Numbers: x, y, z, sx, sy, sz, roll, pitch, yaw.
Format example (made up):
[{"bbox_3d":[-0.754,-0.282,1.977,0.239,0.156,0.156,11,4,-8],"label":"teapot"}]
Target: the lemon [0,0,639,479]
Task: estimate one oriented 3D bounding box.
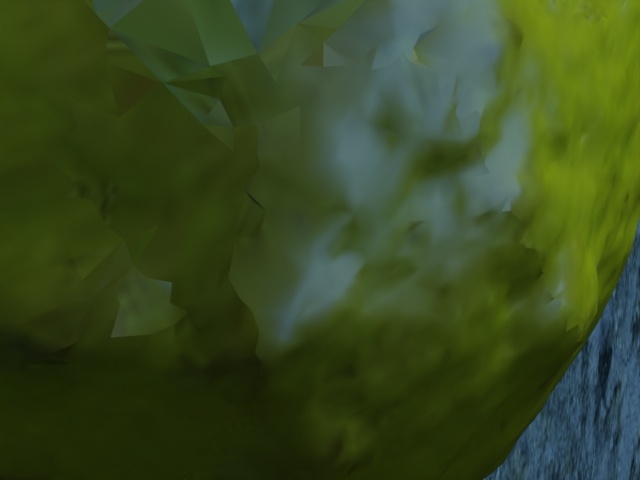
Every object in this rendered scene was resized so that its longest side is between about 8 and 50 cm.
[{"bbox_3d":[-0.052,-0.071,0.462,0.285,0.285,0.316,74,2,-47],"label":"lemon"}]
